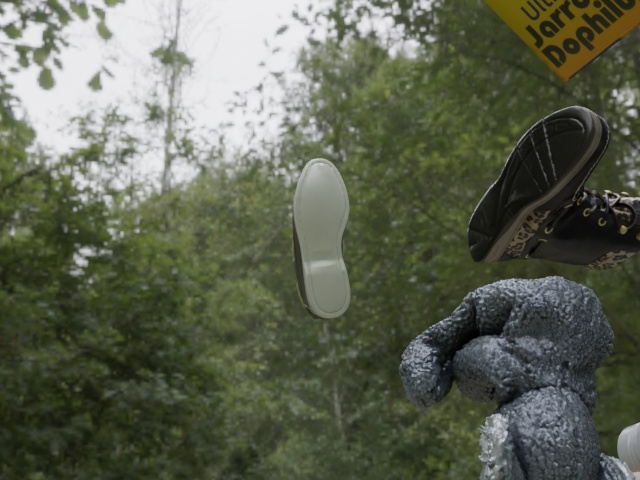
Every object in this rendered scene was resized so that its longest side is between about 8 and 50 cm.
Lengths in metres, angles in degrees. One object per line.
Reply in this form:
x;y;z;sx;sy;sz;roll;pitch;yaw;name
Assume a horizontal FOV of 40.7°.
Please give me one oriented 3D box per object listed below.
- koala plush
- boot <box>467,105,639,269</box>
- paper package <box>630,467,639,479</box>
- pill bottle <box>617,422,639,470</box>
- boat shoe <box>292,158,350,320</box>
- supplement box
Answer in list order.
0.202;0.166;0.824;0.196;0.221;0.203;24;-54;-17;koala plush
0.461;-0.072;1.521;0.284;0.138;0.377;8;-41;-19;boot
0.487;0.361;0.852;0.325;0.309;0.168;-19;11;16;paper package
0.541;0.292;1.246;0.124;0.124;0.221;6;-26;-25;pill bottle
-0.004;0.000;1.629;0.109;0.305;0.091;0;-12;-16;boat shoe
0.375;-0.400;1.064;0.195;0.356;0.194;45;-29;-2;supplement box
